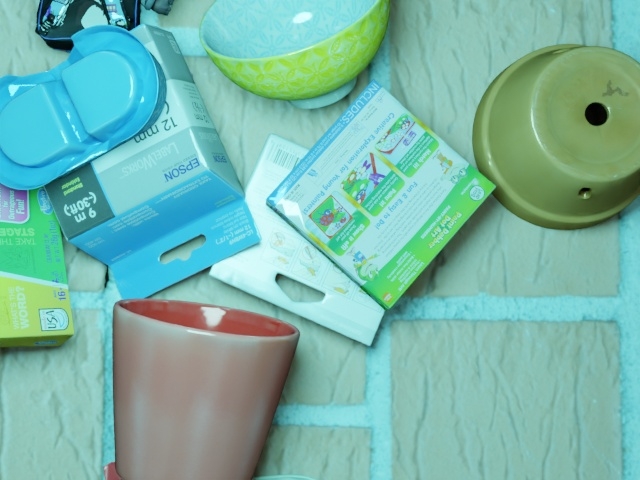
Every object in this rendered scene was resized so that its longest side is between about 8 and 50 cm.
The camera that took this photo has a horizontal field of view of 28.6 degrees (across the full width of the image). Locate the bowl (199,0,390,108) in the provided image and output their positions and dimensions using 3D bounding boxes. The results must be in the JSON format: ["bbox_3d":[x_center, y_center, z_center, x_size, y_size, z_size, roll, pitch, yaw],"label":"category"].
[{"bbox_3d":[-0.021,-0.293,1.881,0.289,0.289,0.156,-27,129,-6],"label":"bowl"}]

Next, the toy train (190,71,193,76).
[{"bbox_3d":[-0.252,-0.212,1.928,0.166,0.046,0.125,8,83,-3],"label":"toy train"}]

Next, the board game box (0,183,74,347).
[{"bbox_3d":[-0.522,0.035,1.780,0.316,0.064,0.242,-1,72,-36],"label":"board game box"}]

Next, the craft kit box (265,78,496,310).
[{"bbox_3d":[0.090,-0.068,1.872,0.246,0.061,0.250,42,83,4],"label":"craft kit box"}]

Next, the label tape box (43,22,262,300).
[{"bbox_3d":[-0.273,-0.106,1.846,0.249,0.115,0.348,-25,83,15],"label":"label tape box"}]

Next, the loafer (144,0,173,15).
[{"bbox_3d":[-0.174,-0.469,1.924,0.095,0.109,0.302,26,71,-14],"label":"loafer"}]

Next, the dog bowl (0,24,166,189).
[{"bbox_3d":[-0.348,-0.184,1.769,0.297,0.074,0.166,-27,84,14],"label":"dog bowl"}]

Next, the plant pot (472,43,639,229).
[{"bbox_3d":[0.387,-0.170,1.884,0.291,0.203,0.291,0,84,-3],"label":"plant pot"}]

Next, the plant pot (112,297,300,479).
[{"bbox_3d":[-0.179,0.225,1.787,0.275,0.275,0.243,10,93,-2],"label":"plant pot"}]

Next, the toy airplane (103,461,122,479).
[{"bbox_3d":[-0.315,0.407,1.863,0.151,0.028,0.151,0,82,-3],"label":"toy airplane"}]

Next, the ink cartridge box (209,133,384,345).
[{"bbox_3d":[0.000,0.000,1.913,0.275,0.060,0.239,24,84,-1],"label":"ink cartridge box"}]

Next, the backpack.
[{"bbox_3d":[-0.346,-0.375,1.905,0.158,0.117,0.173,4,84,-3],"label":"backpack"}]

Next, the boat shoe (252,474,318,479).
[{"bbox_3d":[-0.152,0.411,1.830,0.319,0.116,0.099,-3,107,-7],"label":"boat shoe"}]
